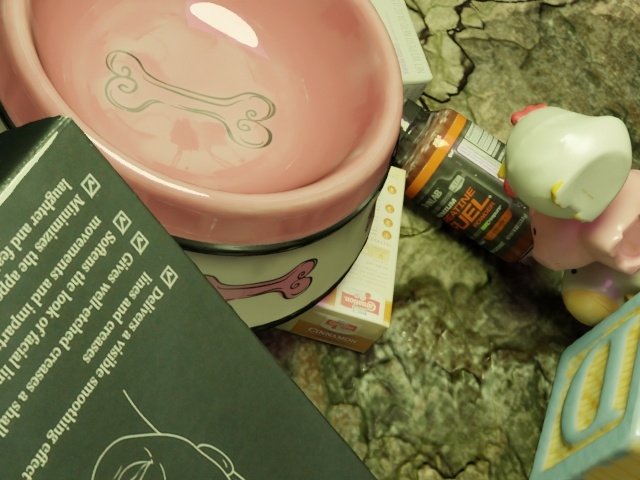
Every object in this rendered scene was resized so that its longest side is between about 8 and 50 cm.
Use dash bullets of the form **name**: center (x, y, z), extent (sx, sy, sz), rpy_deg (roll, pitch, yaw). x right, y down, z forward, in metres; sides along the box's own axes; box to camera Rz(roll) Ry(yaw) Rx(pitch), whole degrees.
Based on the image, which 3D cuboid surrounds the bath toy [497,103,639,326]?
- **bath toy**: center (0.269, -0.015, 1.090), extent (0.348, 0.151, 0.129), rpy_deg (42, 9, -45)

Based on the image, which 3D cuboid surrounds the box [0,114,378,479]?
- **box**: center (-0.181, 0.170, 0.747), extent (0.395, 0.212, 0.293), rpy_deg (53, 49, -26)

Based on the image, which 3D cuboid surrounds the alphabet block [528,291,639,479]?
- **alphabet block**: center (0.341, 0.186, 1.069), extent (0.197, 0.193, 0.192), rpy_deg (28, 56, -6)

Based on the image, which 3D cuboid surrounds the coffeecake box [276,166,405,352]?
- **coffeecake box**: center (0.000, 0.000, 1.108), extent (0.142, 0.068, 0.185), rpy_deg (17, 56, -13)

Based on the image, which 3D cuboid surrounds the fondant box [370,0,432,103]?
- **fondant box**: center (-0.072, -0.238, 1.200), extent (0.330, 0.096, 0.238), rpy_deg (-6, 65, -24)

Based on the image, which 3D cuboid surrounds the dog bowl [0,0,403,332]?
- **dog bowl**: center (-0.110, -0.130, 0.958), extent (0.408, 0.150, 0.407), rpy_deg (13, 54, -19)

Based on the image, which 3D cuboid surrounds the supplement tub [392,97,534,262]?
- **supplement tub**: center (0.152, -0.069, 1.190), extent (0.198, 0.106, 0.106), rpy_deg (33, 54, -1)
